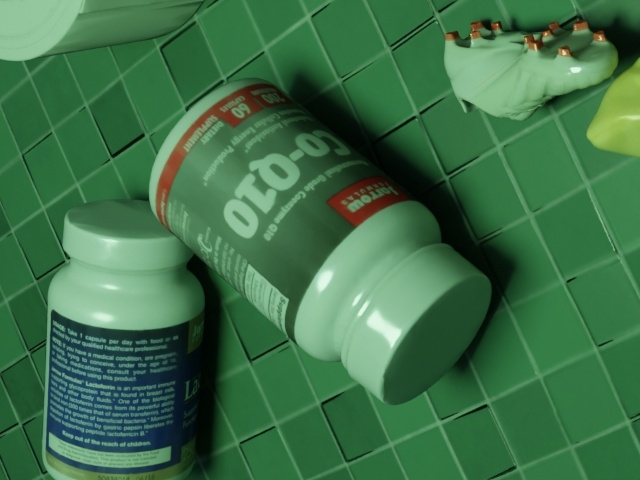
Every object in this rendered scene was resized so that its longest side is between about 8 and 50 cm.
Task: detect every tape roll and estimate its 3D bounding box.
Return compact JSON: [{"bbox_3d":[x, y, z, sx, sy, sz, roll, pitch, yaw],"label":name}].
[{"bbox_3d":[-0.233,-0.296,1.625,0.246,0.169,0.246,12,109,39],"label":"tape roll"}]

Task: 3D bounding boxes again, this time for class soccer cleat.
[{"bbox_3d":[0.167,-0.129,1.379,0.196,0.068,0.076,15,124,58],"label":"soccer cleat"}]

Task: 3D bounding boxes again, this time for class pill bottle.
[{"bbox_3d":[-0.190,0.102,1.707,0.153,0.153,0.265,20,115,36],"label":"pill bottle"},{"bbox_3d":[0.000,0.000,1.507,0.283,0.161,0.161,40,125,26],"label":"pill bottle"}]

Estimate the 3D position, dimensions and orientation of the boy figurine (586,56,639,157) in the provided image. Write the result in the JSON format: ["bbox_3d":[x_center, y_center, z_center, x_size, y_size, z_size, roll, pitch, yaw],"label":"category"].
[{"bbox_3d":[0.310,-0.133,1.249,0.285,0.092,0.177,-42,74,41],"label":"boy figurine"}]
